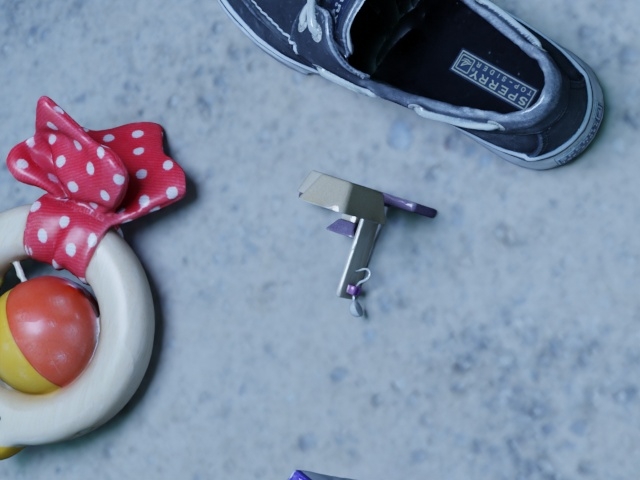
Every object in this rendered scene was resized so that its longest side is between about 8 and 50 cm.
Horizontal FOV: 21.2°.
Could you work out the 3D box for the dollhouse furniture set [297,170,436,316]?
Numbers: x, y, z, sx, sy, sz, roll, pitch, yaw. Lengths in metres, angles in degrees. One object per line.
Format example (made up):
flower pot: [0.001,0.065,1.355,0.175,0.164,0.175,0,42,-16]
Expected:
dollhouse furniture set: [0.000,0.000,1.066,0.091,0.114,0.081,19,92,27]

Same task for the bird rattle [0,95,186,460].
bird rattle: [-0.191,0.034,1.177,0.254,0.143,0.207,-27,80,6]

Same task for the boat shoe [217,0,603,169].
boat shoe: [0.035,-0.138,1.081,0.301,0.102,0.108,34,95,28]

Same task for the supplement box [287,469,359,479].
supplement box: [-0.013,0.260,1.015,0.111,0.114,0.220,36,95,27]
